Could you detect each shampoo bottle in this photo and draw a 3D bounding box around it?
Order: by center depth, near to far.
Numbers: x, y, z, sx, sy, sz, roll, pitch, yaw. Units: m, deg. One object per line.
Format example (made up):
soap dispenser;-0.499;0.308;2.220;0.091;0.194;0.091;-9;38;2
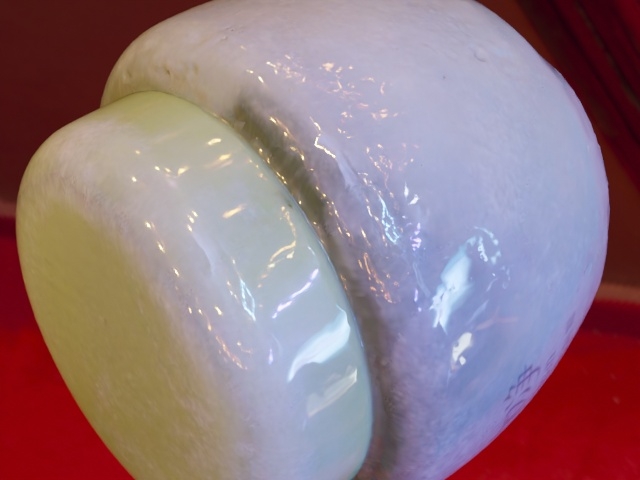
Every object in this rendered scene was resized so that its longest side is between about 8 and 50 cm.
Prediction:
shampoo bottle;0.000;0.000;0.992;0.317;0.322;0.322;-31;42;-30
